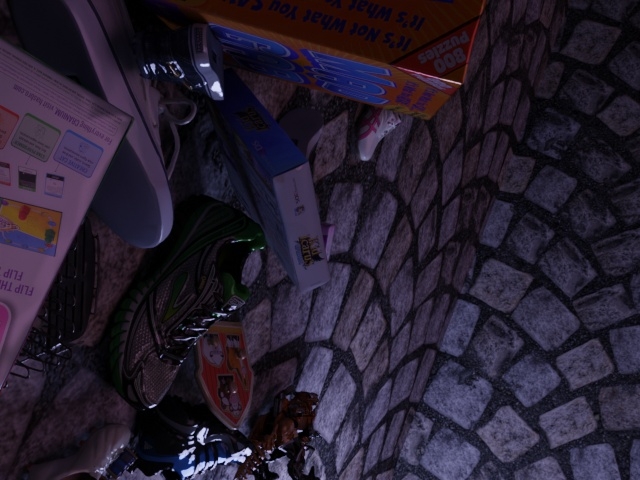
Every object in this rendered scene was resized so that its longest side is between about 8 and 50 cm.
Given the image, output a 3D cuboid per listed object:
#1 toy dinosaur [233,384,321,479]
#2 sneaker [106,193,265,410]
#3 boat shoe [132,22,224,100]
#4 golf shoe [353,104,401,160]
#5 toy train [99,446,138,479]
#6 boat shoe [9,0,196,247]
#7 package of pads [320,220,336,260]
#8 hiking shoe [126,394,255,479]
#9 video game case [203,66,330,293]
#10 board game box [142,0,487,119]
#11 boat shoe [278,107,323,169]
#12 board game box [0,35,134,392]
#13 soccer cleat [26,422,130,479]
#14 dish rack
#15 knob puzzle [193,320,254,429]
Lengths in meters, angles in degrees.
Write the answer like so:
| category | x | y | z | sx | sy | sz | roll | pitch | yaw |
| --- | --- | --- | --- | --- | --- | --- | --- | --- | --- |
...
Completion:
| category | x | y | z | sx | sy | sz | roll | pitch | yaw |
| --- | --- | --- | --- | --- | --- | --- | --- | --- | --- |
| toy dinosaur | -0.098 | 0.439 | 1.632 | 0.322 | 0.164 | 0.218 | -14 | 105 | -41 |
| sneaker | -0.201 | 0.095 | 1.137 | 0.343 | 0.146 | 0.134 | -66 | 155 | -12 |
| boat shoe | -0.159 | -0.207 | 0.875 | 0.183 | 0.083 | 0.065 | 82 | 6 | -86 |
| golf shoe | 0.132 | -0.262 | 1.665 | 0.067 | 0.086 | 0.186 | 17 | 92 | -67 |
| toy train | -0.338 | 0.376 | 1.140 | 0.158 | 0.027 | 0.036 | -46 | 173 | -29 |
| boat shoe | -0.239 | -0.170 | 0.926 | 0.156 | 0.136 | 0.366 | -54 | 140 | -42 |
| package of pads | 0.000 | 0.000 | 1.603 | 0.032 | 0.050 | 0.083 | -16 | 119 | -61 |
| hiking shoe | -0.228 | 0.363 | 1.330 | 0.132 | 0.113 | 0.304 | -53 | 147 | -6 |
| video game case | -0.081 | -0.092 | 1.136 | 0.061 | 0.269 | 0.244 | -26 | 139 | -12 |
| board game box | 0.031 | -0.382 | 0.926 | 0.356 | 0.357 | 0.356 | -46 | 152 | -86 |
| boat shoe | -0.042 | -0.151 | 1.340 | 0.228 | 0.080 | 0.076 | -83 | 180 | -48 |
| board game box | -0.353 | -0.038 | 0.708 | 0.242 | 0.064 | 0.316 | 32 | 76 | -36 |
| soccer cleat | -0.335 | 0.326 | 1.089 | 0.196 | 0.076 | 0.068 | -20 | 124 | -60 |
| dish rack | -0.353 | 0.079 | 0.895 | 0.272 | 0.074 | 0.208 | -24 | 128 | -58 |
| knob puzzle | -0.160 | 0.236 | 1.336 | 0.213 | 0.030 | 0.213 | -16 | 90 | -70 |
